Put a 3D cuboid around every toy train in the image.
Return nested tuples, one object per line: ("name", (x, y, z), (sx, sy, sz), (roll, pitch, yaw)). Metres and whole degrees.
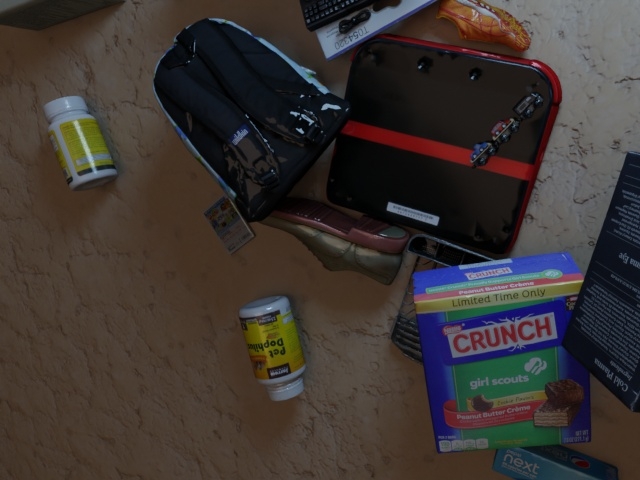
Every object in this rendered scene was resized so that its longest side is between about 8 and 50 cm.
("toy train", (0.307, -0.185, 0.925), (0.036, 0.027, 0.158), (46, 118, 11))

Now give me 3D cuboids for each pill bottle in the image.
("pill bottle", (-0.102, 0.239, 1.219), (0.117, 0.117, 0.215), (-12, 96, 27))
("pill bottle", (-0.591, -0.236, 1.342), (0.119, 0.119, 0.209), (-19, 93, 27))

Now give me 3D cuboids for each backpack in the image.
("backpack", (-0.155, -0.253, 1.060), (0.355, 0.273, 0.290), (40, 96, -1))

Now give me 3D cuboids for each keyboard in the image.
("keyboard", (0.048, -0.433, 0.980), (0.180, 0.023, 0.108), (-14, 96, 28))

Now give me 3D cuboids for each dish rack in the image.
("dish rack", (0.243, 0.135, 1.060), (0.208, 0.074, 0.272), (22, 110, 20))

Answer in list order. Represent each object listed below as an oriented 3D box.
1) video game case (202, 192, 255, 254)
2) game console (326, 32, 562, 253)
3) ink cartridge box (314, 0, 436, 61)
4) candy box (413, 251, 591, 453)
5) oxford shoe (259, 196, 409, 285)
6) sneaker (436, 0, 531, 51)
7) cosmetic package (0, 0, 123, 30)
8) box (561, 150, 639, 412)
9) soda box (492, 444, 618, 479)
("video game case", (-0.213, -0.039, 1.269), (0.087, 0.011, 0.122), (-35, 86, 28))
("game console", (0.211, -0.185, 1.021), (0.386, 0.060, 0.342), (19, 112, 21))
("ink cartridge box", (0.093, -0.544, 0.982), (0.324, 0.071, 0.330), (-20, 95, 27))
("candy box", (0.312, 0.199, 0.947), (0.268, 0.122, 0.317), (-9, 110, 10))
("oxford shoe", (0.000, 0.000, 1.120), (0.348, 0.123, 0.130), (19, 115, 22))
("sneaker", (0.282, -0.370, 0.947), (0.175, 0.064, 0.067), (39, 134, 18))
("cosmetic package", (-0.625, -0.582, 1.259), (0.309, 0.160, 0.113), (-5, 99, 25))
("box", (0.570, 0.068, 0.754), (0.343, 0.179, 0.313), (8, 106, -9))
("soda box", (0.441, 0.432, 1.037), (0.210, 0.067, 0.071), (17, 108, 22))
